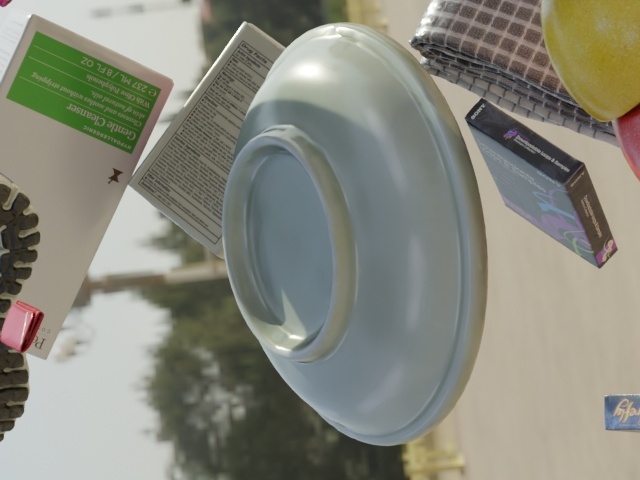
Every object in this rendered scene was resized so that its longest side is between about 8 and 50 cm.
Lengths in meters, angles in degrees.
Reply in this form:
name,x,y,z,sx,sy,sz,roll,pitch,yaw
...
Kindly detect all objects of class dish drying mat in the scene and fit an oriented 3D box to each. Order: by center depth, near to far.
name,x,y,z,sx,sy,sz,roll,pitch,yaw
dish drying mat,-0.207,0.059,1.186,0.032,0.008,0.083,-69,21,-5

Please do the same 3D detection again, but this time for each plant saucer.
name,x,y,z,sx,sy,sz,roll,pitch,yaw
plant saucer,0.000,0.000,1.600,0.400,0.101,0.400,20,113,56

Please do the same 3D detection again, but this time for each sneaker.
name,x,y,z,sx,sy,sz,roll,pitch,yaw
sneaker,-0.328,0.057,1.532,0.147,0.130,0.330,54,135,47

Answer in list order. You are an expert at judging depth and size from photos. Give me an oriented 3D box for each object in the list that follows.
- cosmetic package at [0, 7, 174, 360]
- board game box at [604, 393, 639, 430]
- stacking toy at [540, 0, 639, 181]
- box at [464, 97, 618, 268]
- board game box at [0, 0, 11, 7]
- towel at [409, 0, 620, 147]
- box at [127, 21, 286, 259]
name,x,y,z,sx,sy,sz,roll,pitch,yaw
cosmetic package,-0.346,-0.069,2.035,0.365,0.197,0.155,-67,23,1
board game box,0.459,0.196,1.908,0.243,0.165,0.042,-8,76,53
stacking toy,0.293,-0.172,1.317,0.350,0.480,0.350,-53,6,8
box,0.190,-0.047,1.477,0.116,0.029,0.162,37,169,32
board game box,-0.386,-0.230,1.645,0.390,0.050,0.390,-55,-1,-24
towel,0.261,-0.230,1.681,0.235,0.284,0.121,-63,-18,-14
box,-0.081,-0.105,1.961,0.149,0.232,0.127,38,-176,18
